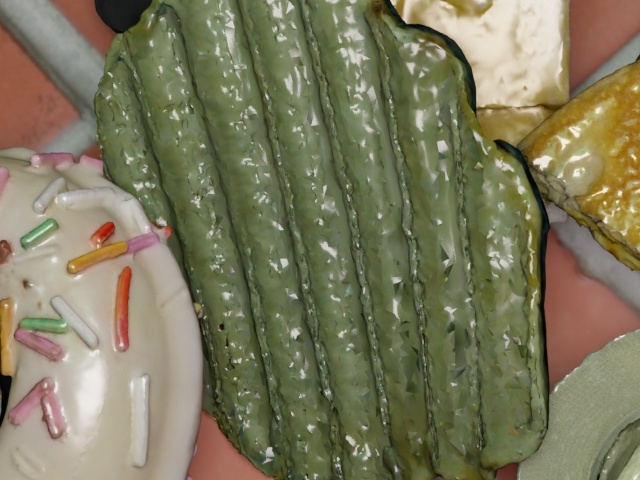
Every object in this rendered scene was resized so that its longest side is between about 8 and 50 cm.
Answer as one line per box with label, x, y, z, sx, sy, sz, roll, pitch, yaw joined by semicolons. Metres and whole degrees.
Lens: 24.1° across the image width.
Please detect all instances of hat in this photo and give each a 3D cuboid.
hat;0.267;0.193;1.083;0.257;0.130;0.257;-2;72;5

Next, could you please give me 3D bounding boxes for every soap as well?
soap;0.057;-0.131;1.192;0.281;0.143;0.259;-2;103;6

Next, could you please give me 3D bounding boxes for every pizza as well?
pizza;0.281;-0.009;1.051;0.280;0.075;0.288;-17;68;12

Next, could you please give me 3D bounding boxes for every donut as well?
donut;-0.262;0.108;1.123;0.382;0.142;0.383;-3;83;26

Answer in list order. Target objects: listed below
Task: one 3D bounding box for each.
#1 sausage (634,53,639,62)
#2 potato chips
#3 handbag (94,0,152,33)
sausage;0.367;-0.175;1.191;0.141;0.153;0.268;43;83;12
potato chips;0.000;0.000;1.095;0.358;0.070;0.429;-6;101;34
handbag;-0.042;-0.261;1.302;0.332;0.075;0.192;5;83;7
